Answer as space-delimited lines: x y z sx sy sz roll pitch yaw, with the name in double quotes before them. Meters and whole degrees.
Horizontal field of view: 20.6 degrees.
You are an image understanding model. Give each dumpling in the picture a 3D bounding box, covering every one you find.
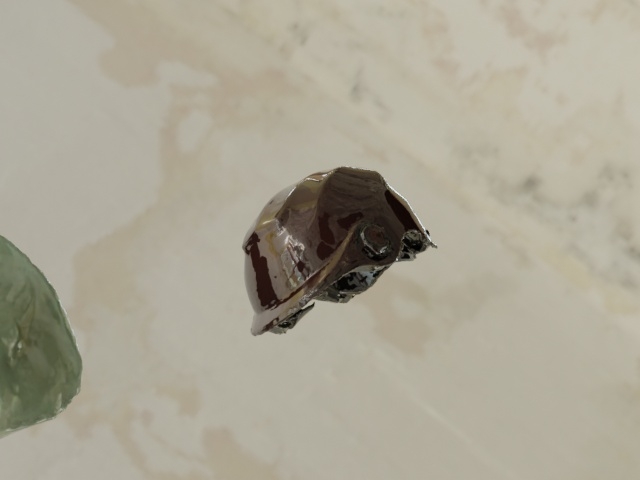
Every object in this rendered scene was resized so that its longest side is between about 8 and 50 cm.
"dumpling" -0.235 0.062 0.950 0.219 0.153 0.108 -7 -156 -22

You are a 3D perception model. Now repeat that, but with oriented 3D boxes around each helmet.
"helmet" 0.000 0.000 0.960 0.123 0.098 0.070 -19 -102 -49
